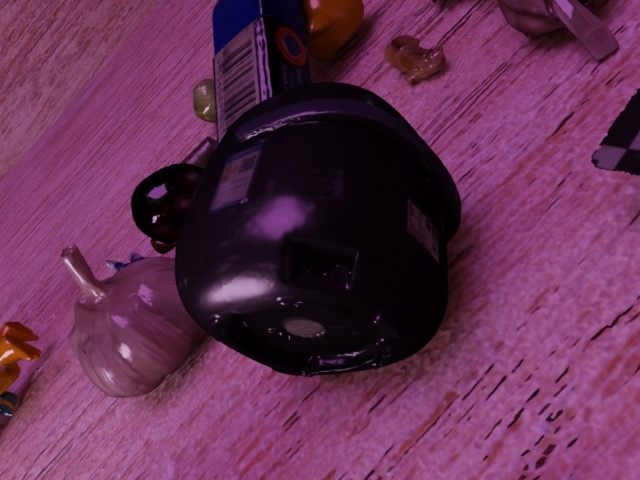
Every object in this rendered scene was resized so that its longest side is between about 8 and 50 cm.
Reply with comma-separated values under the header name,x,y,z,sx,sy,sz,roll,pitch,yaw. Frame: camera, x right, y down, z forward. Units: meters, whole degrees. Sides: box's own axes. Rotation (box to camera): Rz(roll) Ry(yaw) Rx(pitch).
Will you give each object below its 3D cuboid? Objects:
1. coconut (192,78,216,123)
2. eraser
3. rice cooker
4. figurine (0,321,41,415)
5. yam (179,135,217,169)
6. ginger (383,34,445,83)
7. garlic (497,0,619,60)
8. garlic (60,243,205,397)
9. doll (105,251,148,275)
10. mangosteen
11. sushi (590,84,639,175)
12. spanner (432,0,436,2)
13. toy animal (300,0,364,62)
name,x,y,z,sx,sy,sz,roll,pitch,yaw
coconut,-0.217,-0.278,1.184,0.088,0.096,0.088,-31,0,0
eraser,-0.095,-0.249,0.918,0.155,0.101,0.332,-22,65,41
rice cooker,0.000,0.000,0.566,0.267,0.267,0.224,-19,46,35
figurine,-0.646,0.303,1.039,0.344,0.187,0.215,-52,12,-10
yam,-0.239,-0.138,1.104,0.132,0.054,0.054,-42,36,11
ginger,0.130,-0.263,0.839,0.057,0.044,0.137,-31,38,-5
garlic,0.276,-0.283,0.657,0.131,0.127,0.194,-50,58,31
garlic,-0.279,0.093,0.807,0.218,0.212,0.219,-30,34,23
doll,-0.341,0.066,1.028,0.227,0.057,0.114,-4,51,47
mangosteen,-0.229,-0.049,0.952,0.152,0.152,0.152,-28,41,27
sushi,0.434,-0.138,0.386,0.343,0.064,0.359,26,77,49
spanner,0.203,-0.383,0.756,0.087,0.024,0.316,-36,5,2
toy animal,-0.024,-0.394,1.038,0.229,0.156,0.156,8,64,53
